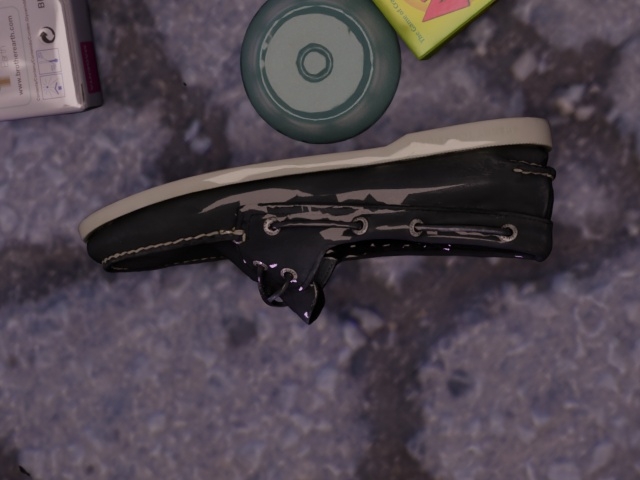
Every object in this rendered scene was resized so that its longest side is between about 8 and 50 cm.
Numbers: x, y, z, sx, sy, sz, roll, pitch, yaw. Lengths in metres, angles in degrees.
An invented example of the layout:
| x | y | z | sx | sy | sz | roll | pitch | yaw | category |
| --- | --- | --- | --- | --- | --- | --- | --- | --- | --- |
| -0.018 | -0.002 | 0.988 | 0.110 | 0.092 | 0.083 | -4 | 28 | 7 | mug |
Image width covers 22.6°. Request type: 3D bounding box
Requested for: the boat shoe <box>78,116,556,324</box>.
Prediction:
| x | y | z | sx | sy | sz | roll | pitch | yaw | category |
| --- | --- | --- | --- | --- | --- | --- | --- | --- | --- |
| 0.001 | 0.000 | 1.121 | 0.340 | 0.127 | 0.113 | -10 | 83 | 2 | boat shoe |

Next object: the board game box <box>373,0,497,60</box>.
| x | y | z | sx | sy | sz | roll | pitch | yaw | category |
| --- | --- | --- | --- | --- | --- | --- | --- | --- | --- |
| 0.114 | -0.217 | 1.116 | 0.181 | 0.043 | 0.092 | -38 | 90 | 12 | board game box |

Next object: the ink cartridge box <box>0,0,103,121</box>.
| x | y | z | sx | sy | sz | roll | pitch | yaw | category |
| --- | --- | --- | --- | --- | --- | --- | --- | --- | --- |
| -0.327 | -0.169 | 1.190 | 0.311 | 0.065 | 0.185 | -7 | 96 | 8 | ink cartridge box |

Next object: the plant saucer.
| x | y | z | sx | sy | sz | roll | pitch | yaw | category |
| --- | --- | --- | --- | --- | --- | --- | --- | --- | --- |
| -0.002 | -0.128 | 1.158 | 0.119 | 0.021 | 0.119 | 1 | 96 | 10 | plant saucer |
